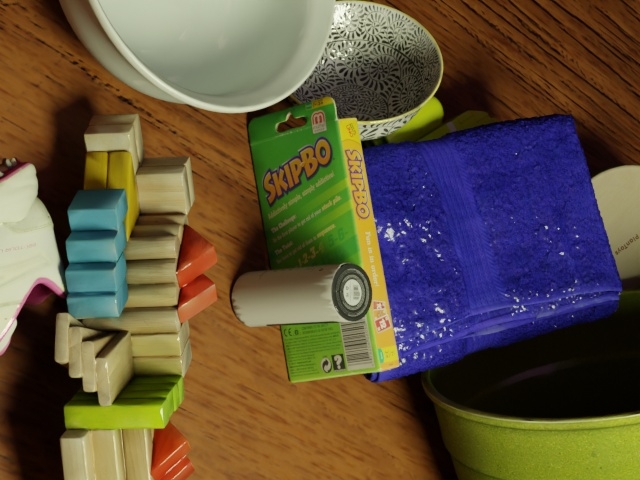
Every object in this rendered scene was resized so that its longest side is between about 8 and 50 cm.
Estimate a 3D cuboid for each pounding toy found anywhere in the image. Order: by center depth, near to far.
[{"bbox_3d":[0.302,0.004,1.958,0.237,0.110,0.183,-10,101,-16],"label":"pounding toy"}]

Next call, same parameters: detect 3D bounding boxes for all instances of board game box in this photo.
[{"bbox_3d":[0.000,0.000,1.631,0.039,0.124,0.259,-11,89,-45],"label":"board game box"}]

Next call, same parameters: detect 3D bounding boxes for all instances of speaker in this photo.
[{"bbox_3d":[-0.019,0.051,1.594,0.055,0.136,0.055,6,81,-45],"label":"speaker"}]

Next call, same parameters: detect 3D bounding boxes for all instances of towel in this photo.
[{"bbox_3d":[0.156,-0.001,1.712,0.308,0.076,0.227,-13,88,-29],"label":"towel"}]

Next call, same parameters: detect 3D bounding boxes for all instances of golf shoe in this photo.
[{"bbox_3d":[-0.308,0.056,1.334,0.306,0.115,0.140,-41,113,-40],"label":"golf shoe"}]

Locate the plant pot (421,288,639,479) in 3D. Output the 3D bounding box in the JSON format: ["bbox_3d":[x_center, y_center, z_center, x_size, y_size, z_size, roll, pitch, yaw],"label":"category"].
[{"bbox_3d":[0.311,0.273,1.752,0.366,0.366,0.353,-26,111,-44],"label":"plant pot"}]

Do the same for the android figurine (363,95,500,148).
[{"bbox_3d":[0.140,-0.032,1.787,0.273,0.056,0.248,-30,95,-32],"label":"android figurine"}]

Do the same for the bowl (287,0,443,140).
[{"bbox_3d":[0.033,-0.152,1.706,0.170,0.170,0.080,-54,161,-36],"label":"bowl"}]

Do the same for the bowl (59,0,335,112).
[{"bbox_3d":[-0.136,-0.247,1.544,0.298,0.134,0.298,10,75,-42],"label":"bowl"}]

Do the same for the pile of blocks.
[{"bbox_3d":[-0.147,0.061,1.439,0.149,0.112,0.362,56,33,-76],"label":"pile of blocks"}]
